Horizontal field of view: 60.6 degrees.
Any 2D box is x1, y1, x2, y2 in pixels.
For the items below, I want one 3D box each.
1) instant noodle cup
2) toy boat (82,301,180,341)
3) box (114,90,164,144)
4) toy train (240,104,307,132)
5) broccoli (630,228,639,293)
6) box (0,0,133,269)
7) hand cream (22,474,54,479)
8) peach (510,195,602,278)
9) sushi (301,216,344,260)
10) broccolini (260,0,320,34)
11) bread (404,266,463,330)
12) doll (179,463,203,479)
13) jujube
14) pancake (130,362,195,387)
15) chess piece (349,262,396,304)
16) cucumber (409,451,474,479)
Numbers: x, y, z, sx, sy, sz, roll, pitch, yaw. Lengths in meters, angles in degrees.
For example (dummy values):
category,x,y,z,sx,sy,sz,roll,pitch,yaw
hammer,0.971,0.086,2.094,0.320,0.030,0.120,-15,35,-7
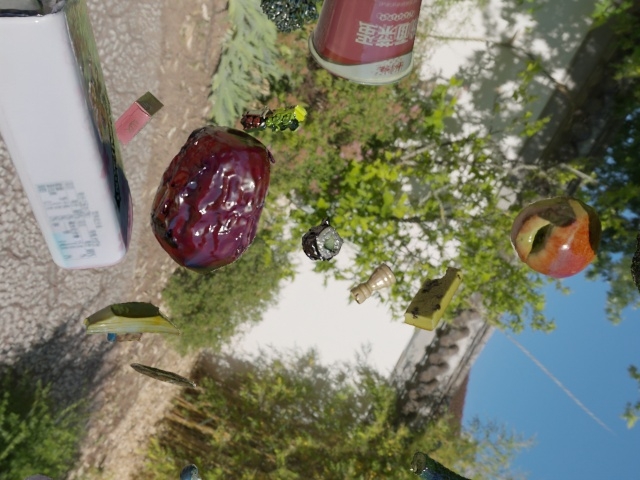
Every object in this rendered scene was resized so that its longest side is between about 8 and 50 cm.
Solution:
category,x,y,z,sx,sy,sz,roll,pitch,yaw
instant noodle cup,0.100,-0.455,1.104,0.179,0.234,0.235,104,13,-52
toy boat,-0.328,0.149,0.967,0.172,0.065,0.066,7,112,-42
box,-0.474,-0.320,1.419,0.111,0.060,0.156,-41,-158,17
toy train,-0.152,-0.369,1.662,0.053,0.249,0.085,40,68,-44
broccoli,0.899,0.061,1.301,0.283,0.303,0.322,-3,-108,52
box,-0.315,-0.152,0.673,0.370,0.112,0.190,99,-21,-47
hand cream,-0.480,0.453,0.771,0.312,0.111,0.070,-44,-142,12
peach,0.672,-0.018,1.539,0.256,0.232,0.233,-8,137,-38
sushi,0.000,0.002,1.431,0.094,0.098,0.084,-36,-166,-22
broccolini,-0.011,-0.373,0.765,0.203,0.091,0.068,-55,-171,-24
bread,0.310,0.148,1.487,0.226,0.087,0.049,-49,137,-40
doll,-0.357,0.658,1.494,0.076,0.050,0.084,-65,150,-73
jujube,-0.256,-0.094,1.293,0.377,0.258,0.258,-64,175,28
pancake,-0.439,0.378,1.532,0.199,0.199,0.021,100,8,-77
chess piece,0.139,0.119,1.487,0.122,0.066,0.066,-33,169,-12
cucumber,0.281,0.539,1.242,0.058,0.187,0.058,-42,-154,26
